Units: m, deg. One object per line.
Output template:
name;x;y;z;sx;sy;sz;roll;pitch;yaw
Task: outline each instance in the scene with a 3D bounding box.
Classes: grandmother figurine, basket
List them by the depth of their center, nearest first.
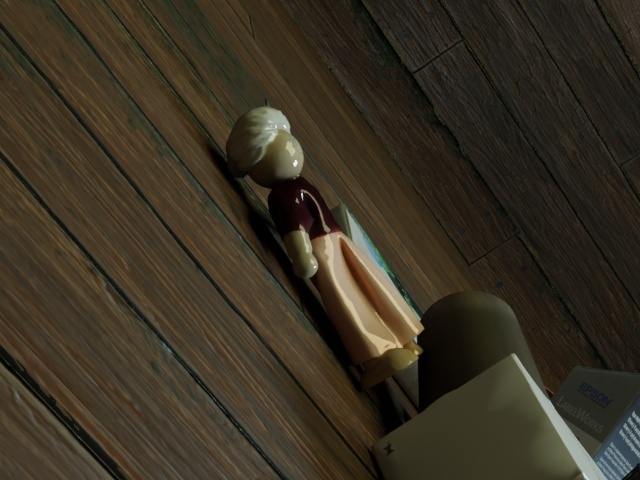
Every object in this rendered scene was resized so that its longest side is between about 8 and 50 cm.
grandmother figurine;0.000;0.000;1.360;0.342;0.104;0.208;60;0;3
basket;0.183;0.173;1.370;0.227;0.154;0.204;-90;-178;-60

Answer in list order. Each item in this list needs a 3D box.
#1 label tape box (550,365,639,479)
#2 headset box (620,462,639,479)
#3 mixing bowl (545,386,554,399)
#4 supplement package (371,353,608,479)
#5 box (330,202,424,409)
label tape box;0.387;0.283;1.622;0.106;0.334;0.240;33;-8;38
headset box;0.403;0.428;1.338;0.246;0.131;0.283;113;-29;-50
mixing bowl;0.268;0.272;1.707;0.181;0.098;0.181;33;-26;19
supplement package;0.213;0.292;1.189;0.293;0.177;0.175;49;10;-36
box;0.107;0.118;1.629;0.322;0.058;0.232;55;9;-18
